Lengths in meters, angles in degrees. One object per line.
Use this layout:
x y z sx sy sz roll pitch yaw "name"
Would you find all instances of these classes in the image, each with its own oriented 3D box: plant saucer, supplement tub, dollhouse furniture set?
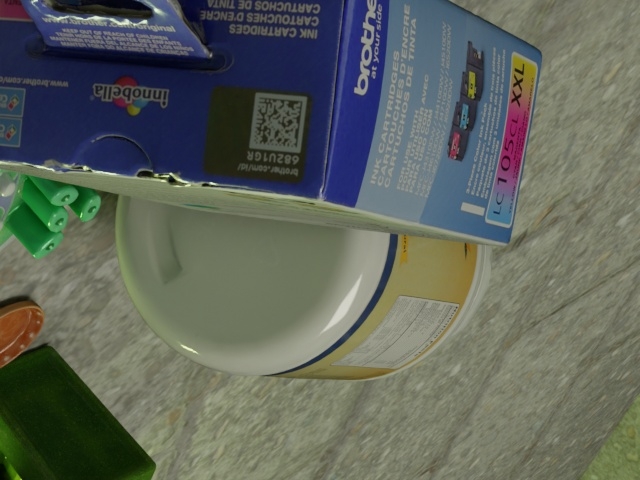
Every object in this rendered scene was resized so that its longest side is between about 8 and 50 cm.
-0.262 0.079 1.522 0.083 0.013 0.083 -35 158 -16 "plant saucer"
0.000 0.000 1.529 0.228 0.228 0.316 -47 159 14 "supplement tub"
-0.319 0.243 1.549 0.301 0.151 0.197 -22 152 -42 "dollhouse furniture set"

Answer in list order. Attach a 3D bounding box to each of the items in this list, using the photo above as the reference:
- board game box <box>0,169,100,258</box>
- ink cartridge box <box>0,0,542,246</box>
-0.356 0.038 1.224 0.390 0.050 0.390 -42 159 2 "board game box"
-0.053 -0.093 1.165 0.395 0.270 0.151 7 90 -66 "ink cartridge box"
